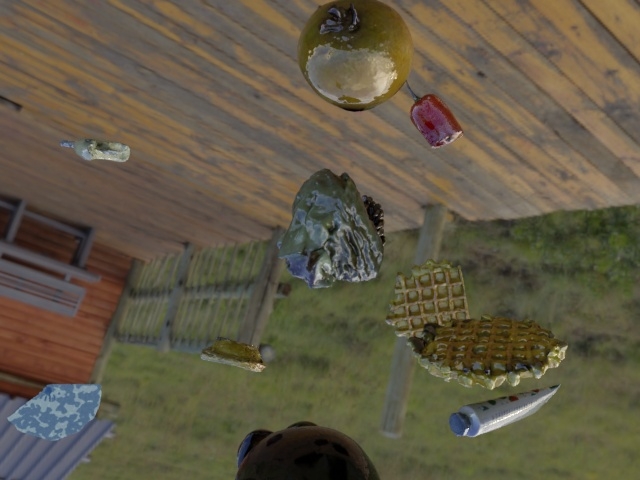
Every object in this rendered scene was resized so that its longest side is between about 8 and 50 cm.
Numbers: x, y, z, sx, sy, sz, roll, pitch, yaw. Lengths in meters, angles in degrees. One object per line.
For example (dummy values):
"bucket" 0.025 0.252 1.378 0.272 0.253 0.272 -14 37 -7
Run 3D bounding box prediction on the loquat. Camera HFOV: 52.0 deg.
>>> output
"loquat" 0.045 -0.241 0.849 0.163 0.137 0.163 19 170 4

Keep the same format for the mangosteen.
"mangosteen" -0.041 0.620 1.663 0.382 0.382 0.435 23 -161 -24

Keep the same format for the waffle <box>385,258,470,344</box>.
"waffle" 0.273 0.164 1.720 0.219 0.229 0.057 -11 -172 11

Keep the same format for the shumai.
"shumai" 0.002 -0.001 1.362 0.189 0.218 0.255 1 124 56

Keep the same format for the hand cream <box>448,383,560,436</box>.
"hand cream" 0.370 0.338 1.309 0.276 0.059 0.095 -4 135 -34

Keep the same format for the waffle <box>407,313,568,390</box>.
"waffle" 0.346 0.229 1.389 0.329 0.062 0.329 -7 -167 2

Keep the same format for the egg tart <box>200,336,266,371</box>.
"egg tart" -0.238 0.317 1.831 0.191 0.074 0.191 14 169 3

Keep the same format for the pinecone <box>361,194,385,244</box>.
"pinecone" 0.105 -0.032 1.814 0.150 0.179 0.195 3 122 -3

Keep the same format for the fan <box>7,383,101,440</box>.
"fan" -0.615 0.398 1.535 0.240 0.131 0.009 -20 -179 4

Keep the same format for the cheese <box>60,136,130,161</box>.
"cheese" -0.536 -0.214 1.516 0.235 0.049 0.127 13 -169 41

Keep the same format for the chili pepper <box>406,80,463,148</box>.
"chili pepper" 0.255 -0.307 1.559 0.192 0.086 0.084 55 178 1
